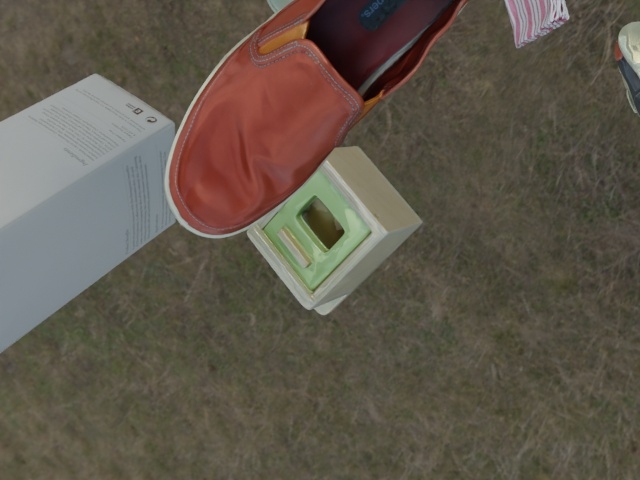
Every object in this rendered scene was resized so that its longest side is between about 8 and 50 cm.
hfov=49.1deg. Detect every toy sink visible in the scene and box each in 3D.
[{"bbox_3d":[0.000,0.000,1.011,0.234,0.131,0.153,-46,74,30],"label":"toy sink"}]

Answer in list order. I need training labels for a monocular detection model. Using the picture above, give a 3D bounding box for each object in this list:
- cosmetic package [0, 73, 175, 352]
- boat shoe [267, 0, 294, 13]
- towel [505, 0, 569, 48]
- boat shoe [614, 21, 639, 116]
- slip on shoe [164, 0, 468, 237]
[{"bbox_3d":[-0.355,-0.027,0.860,0.155,0.365,0.197,34,139,18],"label":"cosmetic package"},{"bbox_3d":[-0.065,-0.453,1.174,0.227,0.069,0.081,59,136,17],"label":"boat shoe"},{"bbox_3d":[0.320,-0.387,1.089,0.197,0.029,0.144,-139,33,-85],"label":"towel"},{"bbox_3d":[0.305,-0.134,0.639,0.049,0.137,0.043,-17,159,8],"label":"boat shoe"},{"bbox_3d":[-0.005,-0.125,0.546,0.331,0.101,0.123,-42,105,14],"label":"slip on shoe"}]
